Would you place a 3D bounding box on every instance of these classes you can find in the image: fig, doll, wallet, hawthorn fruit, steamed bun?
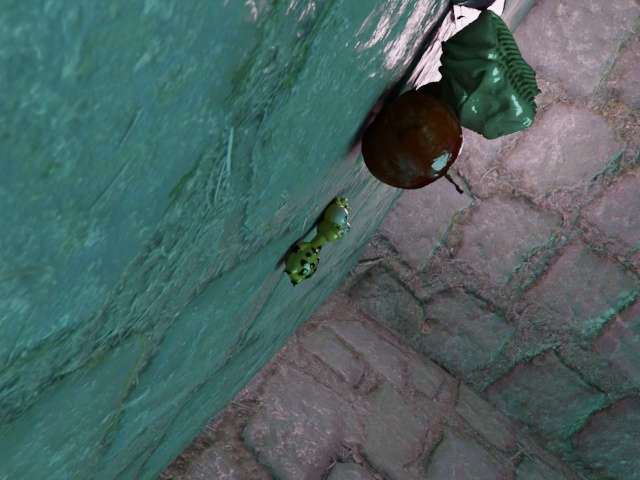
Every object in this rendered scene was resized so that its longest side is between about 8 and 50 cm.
[{"bbox_3d":[0.315,-0.403,1.349,0.149,0.149,0.245,-47,158,-36],"label":"fig"},{"bbox_3d":[0.001,0.000,1.370,0.291,0.086,0.117,-50,141,-27],"label":"doll"},{"bbox_3d":[0.368,-0.540,1.171,0.119,0.025,0.232,-15,-175,19],"label":"wallet"},{"bbox_3d":[0.239,-0.209,1.186,0.242,0.271,0.242,-45,170,-10],"label":"hawthorn fruit"},{"bbox_3d":[0.374,-0.375,1.211,0.207,0.280,0.268,-23,-140,38],"label":"steamed bun"}]
